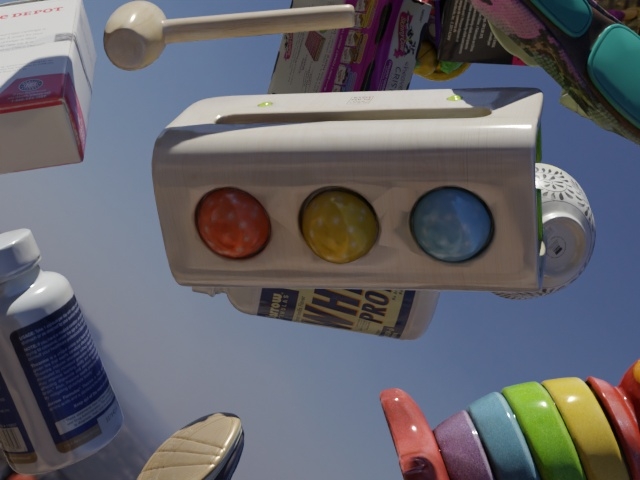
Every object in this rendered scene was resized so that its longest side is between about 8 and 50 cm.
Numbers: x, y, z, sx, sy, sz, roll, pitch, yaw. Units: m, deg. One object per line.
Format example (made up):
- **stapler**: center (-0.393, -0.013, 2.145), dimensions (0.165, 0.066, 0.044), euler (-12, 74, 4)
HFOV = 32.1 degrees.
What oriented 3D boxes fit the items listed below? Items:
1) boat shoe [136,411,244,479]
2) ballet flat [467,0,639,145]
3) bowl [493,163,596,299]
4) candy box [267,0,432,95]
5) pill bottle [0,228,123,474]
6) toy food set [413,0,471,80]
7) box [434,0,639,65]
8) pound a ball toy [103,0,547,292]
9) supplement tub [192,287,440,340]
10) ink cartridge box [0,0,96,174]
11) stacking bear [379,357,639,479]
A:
- **boat shoe**: center (-0.166, 0.321, 1.291), dimensions (0.102, 0.285, 0.092), euler (-6, -56, 30)
- **ballet flat**: center (0.191, -0.144, 0.845), dimensions (0.221, 0.077, 0.079), euler (42, -27, -8)
- **bowl**: center (0.262, -0.001, 1.306), dimensions (0.170, 0.170, 0.080), euler (51, -5, -21)
- **candy box**: center (0.032, -0.243, 1.438), dimensions (0.071, 0.159, 0.233), euler (12, 7, -34)
- **pill bottle**: center (-0.156, 0.058, 0.594), dimensions (0.067, 0.067, 0.120), euler (19, -50, 67)
- **toy food set**: center (0.159, -0.296, 1.443), dimensions (0.128, 0.071, 0.218), euler (41, -52, 12)
- **box**: center (0.263, -0.290, 1.193), dimensions (0.143, 0.270, 0.165), euler (96, -4, -58)
- **pound a ball toy**: center (-0.004, -0.065, 0.797), dimensions (0.319, 0.136, 0.208), euler (1, -63, 15)
- **supplement tub**: center (0.000, 0.000, 1.526), dimensions (0.324, 0.236, 0.235), euler (9, -12, -3)
- **ink cartridge box**: center (-0.335, -0.170, 1.208), dimensions (0.218, 0.158, 0.092), euler (-98, 179, -48)
- **stacking bear**: center (0.219, 0.183, 0.962), dimensions (0.175, 0.289, 0.164), euler (-106, 176, -67)
